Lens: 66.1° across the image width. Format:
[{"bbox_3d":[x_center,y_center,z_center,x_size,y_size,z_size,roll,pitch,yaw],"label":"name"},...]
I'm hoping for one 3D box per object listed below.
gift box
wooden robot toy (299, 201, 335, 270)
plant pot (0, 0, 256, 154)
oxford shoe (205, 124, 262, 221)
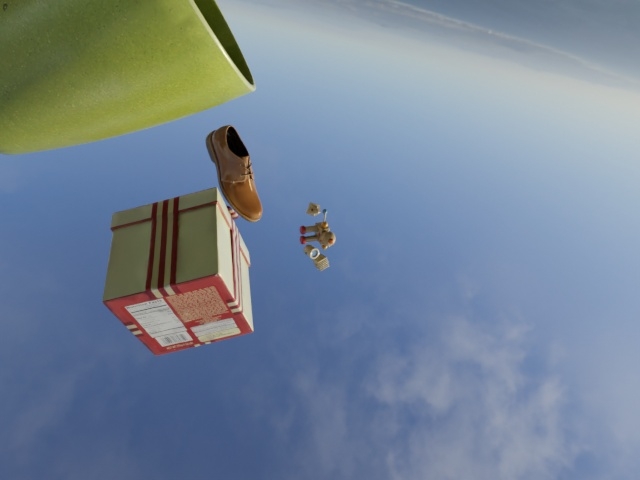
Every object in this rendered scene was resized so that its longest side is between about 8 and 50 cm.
[{"bbox_3d":[-0.285,0.068,1.028,0.255,0.276,0.258,-11,-129,-1],"label":"gift box"},{"bbox_3d":[0.000,0.000,1.157,0.076,0.173,0.079,-14,-153,-28],"label":"wooden robot toy"},{"bbox_3d":[-0.269,-0.224,0.556,0.293,0.275,0.275,-28,-155,6],"label":"plant pot"},{"bbox_3d":[-0.170,-0.140,1.034,0.076,0.212,0.076,-16,-169,42],"label":"oxford shoe"}]
